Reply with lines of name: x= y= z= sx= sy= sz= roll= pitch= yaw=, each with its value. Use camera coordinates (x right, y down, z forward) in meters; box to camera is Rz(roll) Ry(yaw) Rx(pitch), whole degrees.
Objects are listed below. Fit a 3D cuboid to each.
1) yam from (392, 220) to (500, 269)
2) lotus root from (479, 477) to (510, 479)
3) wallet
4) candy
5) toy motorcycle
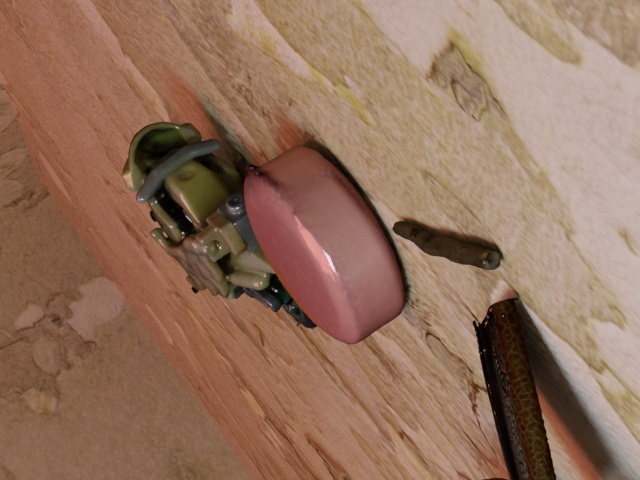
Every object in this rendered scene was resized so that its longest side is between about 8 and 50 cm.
yam: x=0.126 y=0.005 z=1.612 sx=0.234 sy=0.029 sz=0.027 roll=-157 pitch=64 yaw=-69
lotus root: x=0.222 y=0.390 z=1.759 sx=0.272 sy=0.192 sz=0.272 roll=41 pitch=-172 yaw=-7
wallet: x=0.195 y=0.188 z=1.559 sx=0.133 sy=0.039 sz=0.243 roll=98 pitch=161 yaw=-76
candy: x=0.000 y=0.000 z=1.875 sx=0.255 sy=0.094 sz=0.255 roll=53 pitch=165 yaw=21
toy motorcycle: x=-0.137 y=-0.030 z=2.151 sx=0.410 sy=0.169 sz=0.237 roll=34 pitch=159 yaw=45
